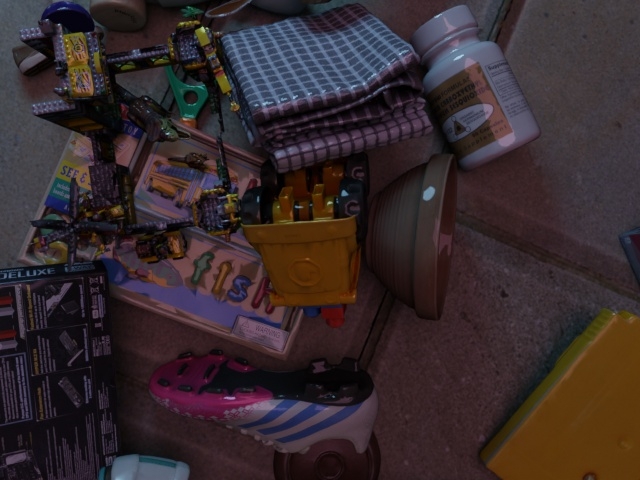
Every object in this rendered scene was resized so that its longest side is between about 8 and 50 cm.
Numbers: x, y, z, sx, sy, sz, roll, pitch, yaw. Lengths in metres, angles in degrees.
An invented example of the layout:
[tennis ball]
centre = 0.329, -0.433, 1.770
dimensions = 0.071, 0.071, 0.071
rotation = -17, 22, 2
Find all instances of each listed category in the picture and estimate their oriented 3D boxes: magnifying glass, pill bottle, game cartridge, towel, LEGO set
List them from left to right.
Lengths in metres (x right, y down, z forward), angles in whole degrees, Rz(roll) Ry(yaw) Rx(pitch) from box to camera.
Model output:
[LEGO set]
centre = -0.219, -0.131, 0.675
dimensions = 0.254, 0.192, 0.332
rotation = 0, 91, -1
[magnifying glass]
centre = -0.203, -0.212, 0.864
dimensions = 0.092, 0.026, 0.231
rotation = 6, 83, -7
[towel]
centre = -0.007, -0.228, 0.768
dimensions = 0.234, 0.284, 0.121
rotation = -16, 131, -10
[pill bottle]
centre = 0.234, -0.235, 0.863
dimensions = 0.131, 0.131, 0.229
rotation = -26, 89, -8
[game cartridge]
centre = 0.457, 0.301, 0.855
dimensions = 0.285, 0.053, 0.324
rotation = 37, 95, -3

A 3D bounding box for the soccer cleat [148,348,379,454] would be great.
[soccer cleat]
centre = -0.083, 0.244, 0.786
dimensions = 0.331, 0.116, 0.143
rotation = 1, 112, 10

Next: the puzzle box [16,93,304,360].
[puzzle box]
centre = -0.188, -0.020, 0.818
dimensions = 0.408, 0.052, 0.272
rotation = 22, 85, -9

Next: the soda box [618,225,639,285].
[soda box]
centre = 0.601, 0.093, 0.907
dimensions = 0.092, 0.083, 0.263
rotation = -23, 88, -8

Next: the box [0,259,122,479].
[box]
centre = -0.389, 0.192, 0.705
dimensions = 0.242, 0.076, 0.308
rotation = -6, 103, -27

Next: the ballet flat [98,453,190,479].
[ballet flat]
centre = -0.218, 0.475, 0.732
dimensions = 0.139, 0.139, 0.401
rotation = 0, 98, -7

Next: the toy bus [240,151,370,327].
[toy bus]
centre = 0.000, 0.000, 0.746
dimensions = 0.149, 0.220, 0.212
rotation = -5, 121, 12

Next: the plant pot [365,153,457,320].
[plant pot]
centre = 0.131, -0.009, 0.801
dimensions = 0.109, 0.237, 0.238
rotation = 7, 84, 17

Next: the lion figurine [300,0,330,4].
[lion figurine]
centre = 0.095, -0.476, 0.827
dimensions = 0.392, 0.142, 0.240
rotation = -16, 108, -38

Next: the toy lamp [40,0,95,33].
[toy lamp]
centre = -0.397, -0.419, 0.808
dimensions = 0.080, 0.080, 0.275
rotation = -16, 73, -8

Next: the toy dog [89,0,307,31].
[toy dog]
centre = -0.188, -0.411, 0.809
dimensions = 0.333, 0.161, 0.220
rotation = -19, 88, -8

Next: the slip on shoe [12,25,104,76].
[slip on shoe]
centre = -0.395, -0.296, 0.833
dimensions = 0.135, 0.051, 0.041
rotation = -28, 96, -1

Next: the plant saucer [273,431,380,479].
[plant saucer]
centre = 0.013, 0.342, 0.844
dimensions = 0.168, 0.029, 0.169
rotation = 1, 86, -8
